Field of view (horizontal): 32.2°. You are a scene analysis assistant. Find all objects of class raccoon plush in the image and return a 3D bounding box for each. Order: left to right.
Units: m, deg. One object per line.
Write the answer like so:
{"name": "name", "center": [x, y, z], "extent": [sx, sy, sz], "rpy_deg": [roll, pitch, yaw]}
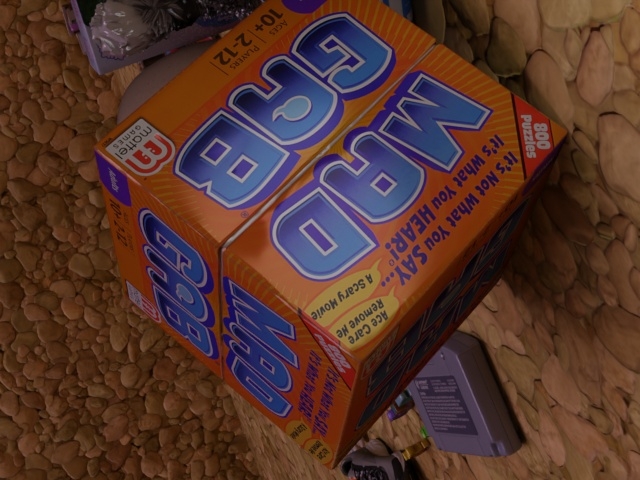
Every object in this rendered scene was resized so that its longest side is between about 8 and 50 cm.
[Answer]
{"name": "raccoon plush", "center": [-0.215, -0.382, 1.659], "extent": [0.216, 0.446, 0.299], "rpy_deg": [53, 150, 3]}

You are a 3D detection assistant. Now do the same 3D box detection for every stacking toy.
{"name": "stacking toy", "center": [0.155, 0.294, 2.018], "extent": [0.167, 0.052, 0.221], "rpy_deg": [60, 161, 19]}

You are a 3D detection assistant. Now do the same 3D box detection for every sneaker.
{"name": "sneaker", "center": [0.122, 0.483, 2.276], "extent": [0.100, 0.108, 0.271], "rpy_deg": [71, 163, -5]}

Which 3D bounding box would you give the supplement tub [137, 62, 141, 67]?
{"name": "supplement tub", "center": [-0.407, -0.464, 2.745], "extent": [0.198, 0.106, 0.106], "rpy_deg": [55, 160, 39]}

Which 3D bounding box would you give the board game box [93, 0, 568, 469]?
{"name": "board game box", "center": [0.004, -0.022, 1.297], "extent": [0.356, 0.356, 0.356], "rpy_deg": [38, 156, 15]}

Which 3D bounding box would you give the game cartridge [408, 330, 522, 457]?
{"name": "game cartridge", "center": [0.209, 0.238, 1.743], "extent": [0.196, 0.060, 0.294], "rpy_deg": [64, 164, 1]}

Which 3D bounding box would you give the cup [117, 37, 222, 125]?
{"name": "cup", "center": [-0.155, -0.222, 1.933], "extent": [0.237, 0.331, 0.331], "rpy_deg": [-34, 78, 51]}

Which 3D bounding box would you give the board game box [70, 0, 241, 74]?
{"name": "board game box", "center": [-0.282, -0.482, 1.895], "extent": [0.066, 0.319, 0.317], "rpy_deg": [46, 155, 53]}

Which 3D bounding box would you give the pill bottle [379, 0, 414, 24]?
{"name": "pill bottle", "center": [0.043, -0.340, 1.359], "extent": [0.124, 0.124, 0.221], "rpy_deg": [47, 154, 52]}

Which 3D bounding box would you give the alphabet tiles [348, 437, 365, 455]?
{"name": "alphabet tiles", "center": [0.034, 0.376, 2.583], "extent": [0.284, 0.021, 0.278], "rpy_deg": [69, 164, -8]}

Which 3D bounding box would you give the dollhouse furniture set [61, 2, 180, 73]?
{"name": "dollhouse furniture set", "center": [-0.397, -0.439, 2.401], "extent": [0.303, 0.287, 0.198], "rpy_deg": [-121, 13, -70]}

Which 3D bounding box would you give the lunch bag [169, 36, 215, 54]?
{"name": "lunch bag", "center": [-0.228, -0.272, 2.404], "extent": [0.258, 0.120, 0.293], "rpy_deg": [112, 135, -74]}
